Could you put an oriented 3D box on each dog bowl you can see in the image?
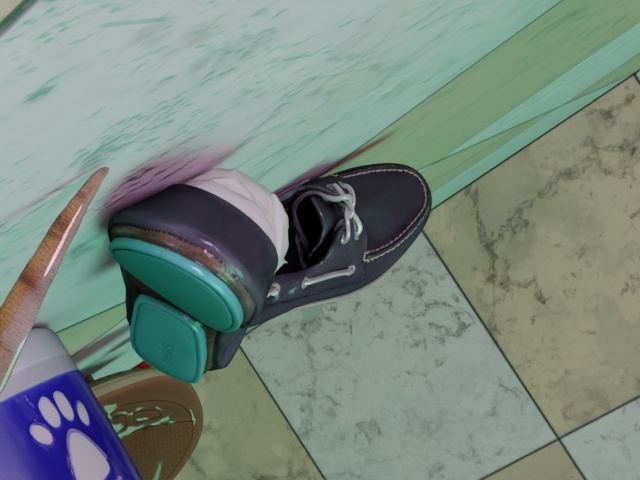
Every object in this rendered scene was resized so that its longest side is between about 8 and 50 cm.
[{"bbox_3d":[-0.225,0.157,0.632,0.265,0.104,0.265,-33,177,-2],"label":"dog bowl"}]

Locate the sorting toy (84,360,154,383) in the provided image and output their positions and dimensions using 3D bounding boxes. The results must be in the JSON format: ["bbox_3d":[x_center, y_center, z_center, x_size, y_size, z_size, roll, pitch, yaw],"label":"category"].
[{"bbox_3d":[-0.239,0.166,1.097,0.275,0.046,0.132,-34,177,7],"label":"sorting toy"}]

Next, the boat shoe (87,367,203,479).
[{"bbox_3d":[-0.249,0.184,0.906,0.341,0.121,0.110,-29,-148,-19],"label":"boat shoe"}]

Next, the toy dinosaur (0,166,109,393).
[{"bbox_3d":[-0.142,0.072,0.408,0.212,0.112,0.064,-28,169,30],"label":"toy dinosaur"}]

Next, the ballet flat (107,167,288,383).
[{"bbox_3d":[-0.050,0.007,0.523,0.074,0.074,0.203,-32,170,-16],"label":"ballet flat"}]

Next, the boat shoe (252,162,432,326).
[{"bbox_3d":[0.000,0.000,0.728,0.206,0.075,0.065,-25,175,-35],"label":"boat shoe"}]
